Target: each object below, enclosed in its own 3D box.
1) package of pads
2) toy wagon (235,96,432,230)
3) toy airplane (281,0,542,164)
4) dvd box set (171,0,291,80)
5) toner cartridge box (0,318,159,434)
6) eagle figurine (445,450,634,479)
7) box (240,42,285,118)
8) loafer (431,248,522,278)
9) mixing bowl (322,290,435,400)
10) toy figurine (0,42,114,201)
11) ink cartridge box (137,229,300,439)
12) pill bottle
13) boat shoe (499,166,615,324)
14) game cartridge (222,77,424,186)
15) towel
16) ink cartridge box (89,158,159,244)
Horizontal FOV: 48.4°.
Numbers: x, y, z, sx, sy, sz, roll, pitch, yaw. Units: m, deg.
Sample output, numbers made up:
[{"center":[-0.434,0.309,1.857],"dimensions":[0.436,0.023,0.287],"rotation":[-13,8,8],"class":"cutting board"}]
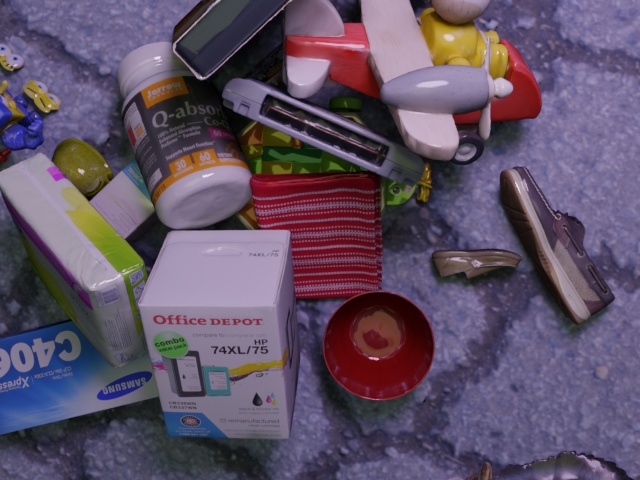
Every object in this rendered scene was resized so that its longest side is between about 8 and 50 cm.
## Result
[{"center":[-0.378,0.037,1.121],"dimensions":[0.101,0.229,0.296],"rotation":[-33,59,-27],"class":"package of pads"},{"center":[0.017,-0.109,1.201],"dimensions":[0.345,0.068,0.267],"rotation":[3,93,5],"class":"toy wagon"},{"center":[0.129,-0.290,1.025],"dimensions":[0.386,0.384,0.272],"rotation":[45,130,13],"class":"toy airplane"},{"center":[-0.088,-0.378,1.027],"dimensions":[0.308,0.420,0.062],"rotation":[-42,112,6],"class":"dvd box set"},{"center":[-0.443,0.224,1.252],"dimensions":[0.348,0.075,0.165],"rotation":[-15,93,5],"class":"toner cartridge box"},{"center":[0.354,0.478,1.169],"dimensions":[0.299,0.225,0.226],"rotation":[8,139,-24],"class":"eagle figurine"},{"center":[-0.093,-0.271,1.191],"dimensions":[0.137,0.094,0.027],"rotation":[-40,124,5],"class":"box"},{"center":[0.262,0.040,1.198],"dimensions":[0.148,0.056,0.050],"rotation":[0,94,15],"class":"loafer"},{"center":[0.096,0.165,1.191],"dimensions":[0.182,0.098,0.181],"rotation":[0,97,3],"class":"mixing bowl"},{"center":[-0.537,-0.177,1.169],"dimensions":[0.191,0.217,0.362],"rotation":[-42,89,5],"class":"toy figurine"},{"center":[-0.143,0.144,1.111],"dimensions":[0.198,0.197,0.269],"rotation":[0,123,5],"class":"ink cartridge box"},{"center":[-0.224,-0.170,1.142],"dimensions":[0.162,0.162,0.278],"rotation":[-27,71,5],"class":"pill bottle"},{"center":[0.387,-0.002,1.165],"dimensions":[0.092,0.103,0.285],"rotation":[-28,94,0],"class":"boat shoe"},{"center":[0.010,-0.167,1.064],"dimensions":[0.297,0.198,0.062],"rotation":[23,106,-2],"class":"game cartridge"},{"center":[0.000,0.000,1.146],"dimensions":[0.199,0.031,0.274],"rotation":[-1,133,5],"class":"towel"},{"center":[-0.327,-0.057,1.220],"dimensions":[0.143,0.092,0.090],"rotation":[-42,89,5],"class":"ink cartridge box"}]
